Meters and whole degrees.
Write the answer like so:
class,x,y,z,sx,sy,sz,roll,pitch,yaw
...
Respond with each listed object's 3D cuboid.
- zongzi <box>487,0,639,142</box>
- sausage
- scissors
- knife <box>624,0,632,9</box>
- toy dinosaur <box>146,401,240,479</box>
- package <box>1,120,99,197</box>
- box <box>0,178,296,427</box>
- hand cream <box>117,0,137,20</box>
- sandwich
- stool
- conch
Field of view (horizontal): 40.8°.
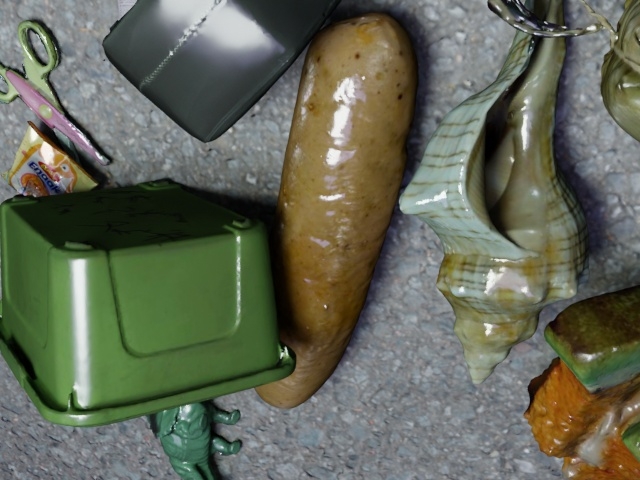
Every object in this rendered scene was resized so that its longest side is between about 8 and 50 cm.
class,x,y,z,sx,sy,sz,roll,pitch,yaw
zongzi,0.360,-0.046,0.715,0.447,0.181,0.418,2,115,10
sausage,0.001,0.002,0.919,0.123,0.136,0.500,-1,124,-23
scissors,-0.321,-0.155,1.011,0.134,0.020,0.187,-24,108,34
knife,0.378,-0.112,0.804,0.047,0.017,0.297,-32,103,23
toy dinosaur,-0.155,0.288,1.159,0.120,0.079,0.291,-16,108,31
package,-0.328,-0.075,1.040,0.108,0.031,0.121,41,133,-4
box,-0.201,0.044,0.891,0.329,0.253,0.177,19,116,56
hand cream,-0.181,-0.255,0.904,0.084,0.053,0.142,6,103,15
sandwich,0.324,0.173,0.866,0.251,0.162,0.301,-2,142,-16
stool,-0.089,-0.207,0.788,0.141,0.232,0.232,40,122,-15
conch,0.158,-0.049,0.829,0.170,0.203,0.385,-4,94,42
